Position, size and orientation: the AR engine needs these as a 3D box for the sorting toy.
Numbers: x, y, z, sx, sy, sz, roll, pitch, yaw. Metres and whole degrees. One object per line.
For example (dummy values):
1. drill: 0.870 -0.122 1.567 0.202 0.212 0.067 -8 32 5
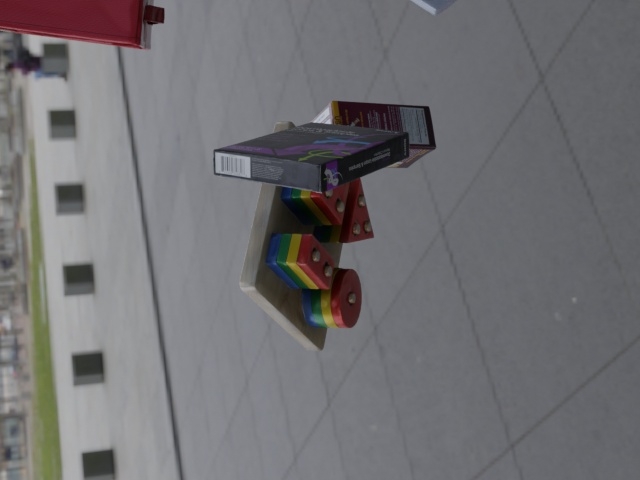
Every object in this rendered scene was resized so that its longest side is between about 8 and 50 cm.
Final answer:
1. sorting toy: 0.000 0.000 1.416 0.255 0.089 0.257 50 -135 -56

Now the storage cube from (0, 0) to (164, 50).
1. storage cube: -0.270 -0.313 1.047 0.183 0.215 0.193 -123 39 -79

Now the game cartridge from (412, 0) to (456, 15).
1. game cartridge: 0.261 -0.621 2.022 0.297 0.198 0.062 -55 -2 -5

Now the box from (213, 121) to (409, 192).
1. box: -0.005 -0.081 0.905 0.116 0.162 0.029 10 109 31

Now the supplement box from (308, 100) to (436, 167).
1. supplement box: 0.086 -0.177 1.652 0.104 0.188 0.080 147 119 -61
